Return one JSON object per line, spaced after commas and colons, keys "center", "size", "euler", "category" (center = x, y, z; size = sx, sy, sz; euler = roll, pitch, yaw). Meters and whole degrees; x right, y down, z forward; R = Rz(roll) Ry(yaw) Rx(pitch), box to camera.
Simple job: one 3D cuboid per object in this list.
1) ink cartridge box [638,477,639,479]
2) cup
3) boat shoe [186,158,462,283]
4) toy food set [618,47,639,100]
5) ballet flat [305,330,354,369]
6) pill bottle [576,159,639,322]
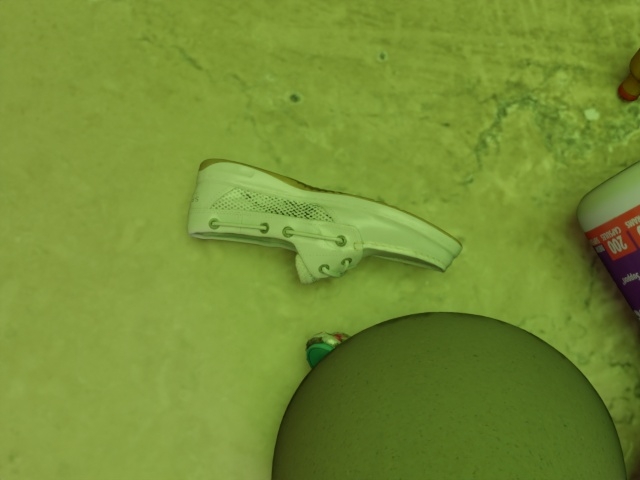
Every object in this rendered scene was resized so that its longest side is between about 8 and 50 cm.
{"center": [0.371, 0.245, 0.823], "size": [0.134, 0.231, 0.078], "euler": [23, 36, 7], "category": "ink cartridge box"}
{"center": [0.101, 0.247, 0.743], "size": [0.331, 0.237, 0.331], "euler": [1, 99, 8], "category": "cup"}
{"center": [0.000, 0.000, 0.908], "size": [0.277, 0.098, 0.096], "euler": [15, 79, 8], "category": "boat shoe"}
{"center": [0.450, -0.198, 0.994], "size": [0.232, 0.104, 0.111], "euler": [-22, 68, -26], "category": "toy food set"}
{"center": [0.090, 0.164, 0.900], "size": [0.241, 0.091, 0.077], "euler": [43, 49, -1], "category": "ballet flat"}
{"center": [0.406, 0.055, 0.883], "size": [0.181, 0.181, 0.323], "euler": [-29, 83, -9], "category": "pill bottle"}
